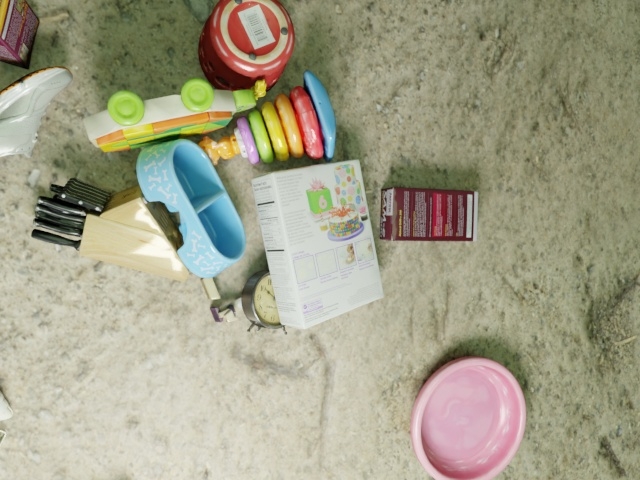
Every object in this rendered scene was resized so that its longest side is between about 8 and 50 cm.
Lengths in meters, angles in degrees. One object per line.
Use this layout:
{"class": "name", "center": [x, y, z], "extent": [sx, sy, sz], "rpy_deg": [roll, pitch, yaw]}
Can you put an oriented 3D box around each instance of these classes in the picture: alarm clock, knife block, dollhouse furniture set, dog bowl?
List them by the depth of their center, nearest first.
{"class": "knife block", "center": [-0.425, -0.005, 0.984], "extent": [0.242, 0.088, 0.276], "rpy_deg": [-23, 120, 5]}
{"class": "dog bowl", "center": [-0.248, -0.069, 0.994], "extent": [0.074, 0.166, 0.297], "rpy_deg": [-17, 107, 24]}
{"class": "dollhouse furniture set", "center": [-0.202, 0.112, 1.079], "extent": [0.081, 0.091, 0.114], "rpy_deg": [-24, 97, -31]}
{"class": "alarm clock", "center": [-0.111, 0.111, 1.098], "extent": [0.129, 0.064, 0.192], "rpy_deg": [15, 80, -40]}

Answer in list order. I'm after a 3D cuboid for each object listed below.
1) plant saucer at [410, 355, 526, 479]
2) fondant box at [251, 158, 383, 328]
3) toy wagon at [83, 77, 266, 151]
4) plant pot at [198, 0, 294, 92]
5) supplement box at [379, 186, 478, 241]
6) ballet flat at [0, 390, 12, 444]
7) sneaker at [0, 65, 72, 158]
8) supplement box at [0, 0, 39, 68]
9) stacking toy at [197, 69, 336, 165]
{"class": "plant saucer", "center": [0.374, 0.459, 1.270], "extent": [0.332, 0.084, 0.332], "rpy_deg": [-1, 93, -17]}
{"class": "fondant box", "center": [0.000, 0.000, 1.091], "extent": [0.238, 0.096, 0.330], "rpy_deg": [-15, 98, -36]}
{"class": "toy wagon", "center": [-0.262, -0.242, 0.939], "extent": [0.344, 0.267, 0.068], "rpy_deg": [-16, 98, -17]}
{"class": "plant pot", "center": [-0.155, -0.408, 1.019], "extent": [0.191, 0.174, 0.191], "rpy_deg": [-1, 93, -16]}
{"class": "supplement box", "center": [0.271, -0.062, 1.220], "extent": [0.239, 0.073, 0.130], "rpy_deg": [1, 91, -19]}
{"class": "ballet flat", "center": [-0.651, 0.360, 0.950], "extent": [0.079, 0.077, 0.222], "rpy_deg": [17, 92, -36]}
{"class": "sneaker", "center": [-0.576, -0.231, 0.944], "extent": [0.262, 0.099, 0.121], "rpy_deg": [-43, 125, -14]}
{"class": "supplement box", "center": [-0.578, -0.393, 0.873], "extent": [0.080, 0.188, 0.104], "rpy_deg": [13, 88, -17]}
{"class": "stacking toy", "center": [-0.123, -0.225, 1.059], "extent": [0.301, 0.166, 0.175], "rpy_deg": [-19, 83, -5]}
